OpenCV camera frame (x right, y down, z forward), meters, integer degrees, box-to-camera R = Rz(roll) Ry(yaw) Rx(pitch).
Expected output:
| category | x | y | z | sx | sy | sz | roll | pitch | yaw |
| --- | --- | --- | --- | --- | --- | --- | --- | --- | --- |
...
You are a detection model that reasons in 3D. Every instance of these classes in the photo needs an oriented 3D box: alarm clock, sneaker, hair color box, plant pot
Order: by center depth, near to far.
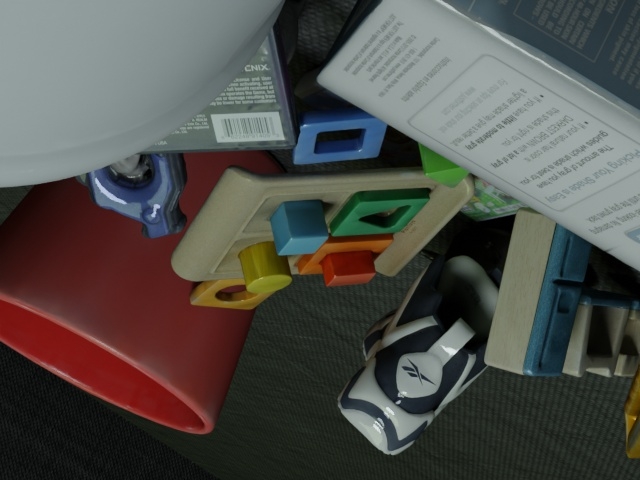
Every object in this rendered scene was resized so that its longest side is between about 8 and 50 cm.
| category | x | y | z | sx | sy | sz | roll | pitch | yaw |
| --- | --- | --- | --- | --- | --- | --- | --- | --- | --- |
| hair color box | 0.202 | -0.068 | 0.889 | 0.374 | 0.113 | 0.185 | 30 | 164 | -7 |
| sneaker | 0.104 | 0.072 | 1.272 | 0.094 | 0.153 | 0.235 | 46 | -160 | 6 |
| alarm clock | 0.180 | 0.049 | 1.330 | 0.192 | 0.064 | 0.129 | 40 | 159 | -26 |
| plant pot | -0.165 | 0.012 | 1.434 | 0.275 | 0.243 | 0.275 | 24 | 162 | 8 |

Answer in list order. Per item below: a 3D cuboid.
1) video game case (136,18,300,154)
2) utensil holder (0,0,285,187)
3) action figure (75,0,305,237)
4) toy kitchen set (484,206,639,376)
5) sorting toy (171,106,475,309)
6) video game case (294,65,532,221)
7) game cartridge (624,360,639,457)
| category | x | y | z | sx | sy | sz | roll | pitch | yaw |
| --- | --- | --- | --- | --- | --- | --- | --- | --- | --- |
| video game case | -0.130 | -0.167 | 0.962 | 0.196 | 0.026 | 0.274 | -1 | 130 | 12 |
| utensil holder | -0.111 | -0.224 | 0.573 | 0.328 | 0.327 | 0.385 | 30 | 160 | -9 |
| action figure | -0.164 | -0.192 | 1.108 | 0.330 | 0.178 | 0.341 | 15 | 130 | 18 |
| toy kitchen set | 0.256 | 0.057 | 1.186 | 0.166 | 0.122 | 0.207 | 14 | -176 | 35 |
| sorting toy | 0.000 | 0.000 | 1.192 | 0.196 | 0.047 | 0.347 | 0 | 156 | -22 |
| video game case | 0.102 | -0.082 | 1.143 | 0.193 | 0.023 | 0.212 | 34 | 162 | -19 |
| game cartridge | 0.365 | 0.114 | 1.003 | 0.324 | 0.052 | 0.285 | -2 | 169 | 9 |
